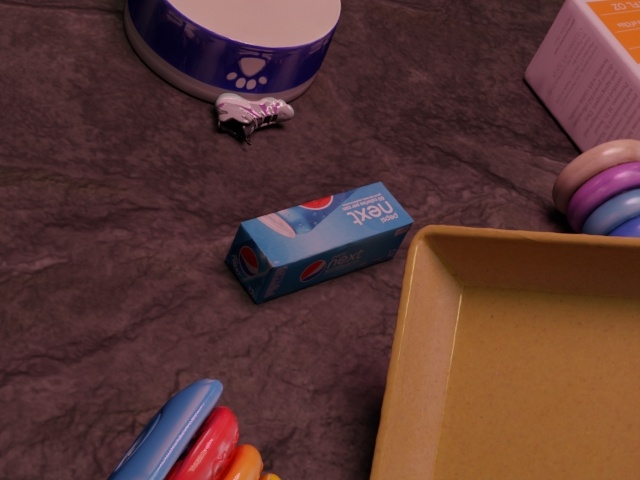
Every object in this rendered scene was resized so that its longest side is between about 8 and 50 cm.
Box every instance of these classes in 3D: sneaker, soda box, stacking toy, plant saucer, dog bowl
[{"bbox_3d":[-0.080,-0.142,1.856,0.098,0.038,0.069,4,48,-9],"label":"sneaker"},{"bbox_3d":[0.000,0.000,1.733,0.210,0.067,0.071,-17,58,-37],"label":"soda box"},{"bbox_3d":[0.406,0.042,1.848,0.141,0.141,0.330,-4,56,-28],"label":"stacking toy"},{"bbox_3d":[0.229,0.161,1.483,0.332,0.081,0.333,4,75,24],"label":"plant saucer"},{"bbox_3d":[-0.111,-0.295,1.936,0.264,0.104,0.265,13,45,-13],"label":"dog bowl"},{"bbox_3d":[-0.055,0.284,1.393,0.302,0.175,0.166,39,46,-3],"label":"stacking toy"}]

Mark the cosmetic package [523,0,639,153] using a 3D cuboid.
[{"bbox_3d":[0.501,-0.132,2.026,0.230,0.161,0.453,-12,56,-33],"label":"cosmetic package"}]
